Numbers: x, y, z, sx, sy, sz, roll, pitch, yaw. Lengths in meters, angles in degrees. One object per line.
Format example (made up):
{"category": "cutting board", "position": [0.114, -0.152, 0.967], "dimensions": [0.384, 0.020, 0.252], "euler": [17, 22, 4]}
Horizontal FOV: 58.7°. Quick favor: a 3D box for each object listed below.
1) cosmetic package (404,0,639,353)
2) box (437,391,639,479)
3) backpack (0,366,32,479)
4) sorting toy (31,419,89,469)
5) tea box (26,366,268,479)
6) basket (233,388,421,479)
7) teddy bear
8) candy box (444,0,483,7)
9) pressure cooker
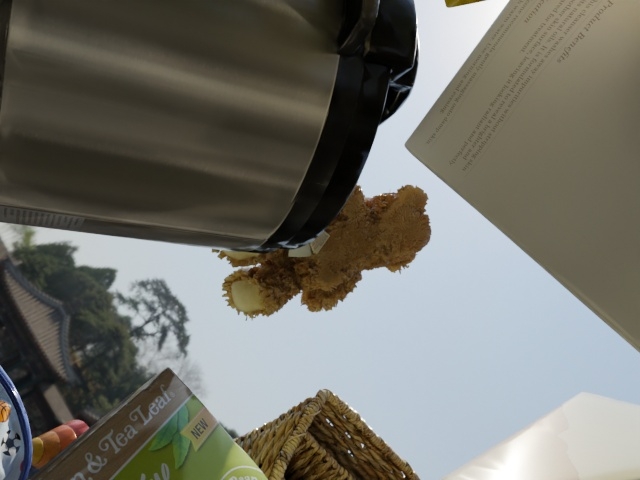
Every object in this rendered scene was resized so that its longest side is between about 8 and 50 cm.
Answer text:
{"category": "cosmetic package", "position": [0.274, -0.045, 0.460], "dimensions": [0.217, 0.156, 0.385], "euler": [-53, -131, 19]}
{"category": "box", "position": [0.183, 0.206, 0.373], "dimensions": [0.121, 0.311, 0.148], "euler": [10, -88, 38]}
{"category": "backpack", "position": [-0.463, 0.247, 0.644], "dimensions": [0.263, 0.213, 0.277], "euler": [-38, -95, 14]}
{"category": "sorting toy", "position": [-0.436, 0.443, 1.038], "dimensions": [0.365, 0.127, 0.126], "euler": [19, -7, 34]}
{"category": "tea box", "position": [-0.160, 0.340, 0.434], "dimensions": [0.220, 0.329, 0.323], "euler": [-41, -89, 23]}
{"category": "basket", "position": [0.009, 0.427, 0.897], "dimensions": [0.223, 0.213, 0.299], "euler": [-33, -70, 19]}
{"category": "teddy bear", "position": [0.000, 0.000, 0.859], "dimensions": [0.245, 0.338, 0.113], "euler": [64, -14, -24]}
{"category": "candy box", "position": [0.160, -0.218, 0.357], "dimensions": [0.027, 0.205, 0.105], "euler": [180, -106, -76]}
{"category": "pressure cooker", "position": [-0.126, -0.171, 0.588], "dimensions": [0.376, 0.420, 0.370], "euler": [-68, -150, 25]}
